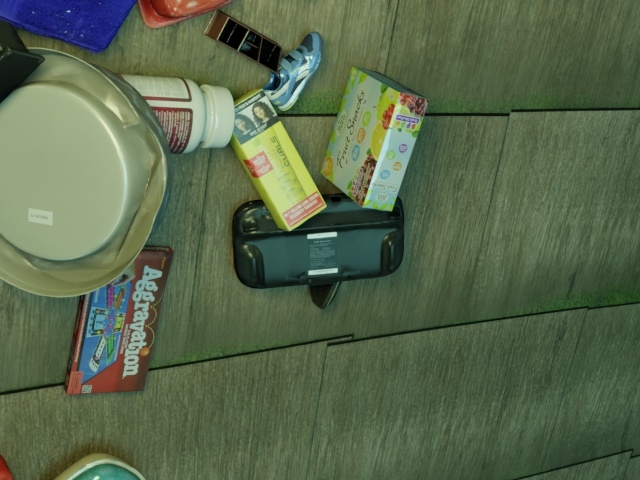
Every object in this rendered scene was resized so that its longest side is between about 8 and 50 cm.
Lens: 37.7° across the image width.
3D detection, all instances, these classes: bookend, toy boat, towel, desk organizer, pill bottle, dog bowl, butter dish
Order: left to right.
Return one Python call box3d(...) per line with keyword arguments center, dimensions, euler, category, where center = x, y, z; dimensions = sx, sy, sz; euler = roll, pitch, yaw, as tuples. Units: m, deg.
box3d(center=(-0.474, -0.253, 1.236), dimensions=(0.157, 0.156, 0.072), euler=(-37, 168, 18), category="bookend")
box3d(center=(-0.386, -0.361, 1.251), dimensions=(0.308, 0.076, 0.228), euler=(8, 147, -36), category="towel")
box3d(center=(-0.472, 0.485, 1.662), dimensions=(0.267, 0.148, 0.318), euler=(-49, 129, 1), category="toy boat")
box3d(center=(-0.370, -0.099, 1.333), dimensions=(0.102, 0.349, 0.348), euler=(-40, 148, -68), category="dog bowl")
box3d(center=(-0.254, -0.195, 1.455), dimensions=(0.221, 0.121, 0.121), euler=(-1, 115, -30), category="pill bottle")
box3d(center=(-0.191, -0.398, 1.389), dimensions=(0.160, 0.118, 0.159), euler=(-23, 125, -19), category="butter dish")
box3d(center=(-0.118, -0.321, 1.515), dimensions=(0.130, 0.050, 0.047), euler=(23, 101, -37), category="desk organizer")

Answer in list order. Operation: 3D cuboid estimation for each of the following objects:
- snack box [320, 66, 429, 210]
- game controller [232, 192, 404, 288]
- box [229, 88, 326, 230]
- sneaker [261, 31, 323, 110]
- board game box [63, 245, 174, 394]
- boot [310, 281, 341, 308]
box3d(center=(0.089, -0.179, 1.635), dimensions=(0.070, 0.174, 0.207), euler=(8, 111, -30), category="snack box")
box3d(center=(0.000, 0.000, 1.699), dimensions=(0.319, 0.067, 0.166), euler=(-5, 115, -12), category="game controller")
box3d(center=(-0.084, -0.135, 1.584), dimensions=(0.087, 0.058, 0.232), euler=(-33, 109, -15), category="box")
box3d(center=(-0.047, -0.290, 1.573), dimensions=(0.059, 0.053, 0.144), euler=(25, 99, -35), category="sneaker")
box3d(center=(-0.352, 0.140, 1.631), dimensions=(0.145, 0.027, 0.281), euler=(2, 113, -33), category="board game box")
box3d(center=(0.066, 0.040, 1.804), dimensions=(0.137, 0.077, 0.197), euler=(4, 113, -38), category="boot")
